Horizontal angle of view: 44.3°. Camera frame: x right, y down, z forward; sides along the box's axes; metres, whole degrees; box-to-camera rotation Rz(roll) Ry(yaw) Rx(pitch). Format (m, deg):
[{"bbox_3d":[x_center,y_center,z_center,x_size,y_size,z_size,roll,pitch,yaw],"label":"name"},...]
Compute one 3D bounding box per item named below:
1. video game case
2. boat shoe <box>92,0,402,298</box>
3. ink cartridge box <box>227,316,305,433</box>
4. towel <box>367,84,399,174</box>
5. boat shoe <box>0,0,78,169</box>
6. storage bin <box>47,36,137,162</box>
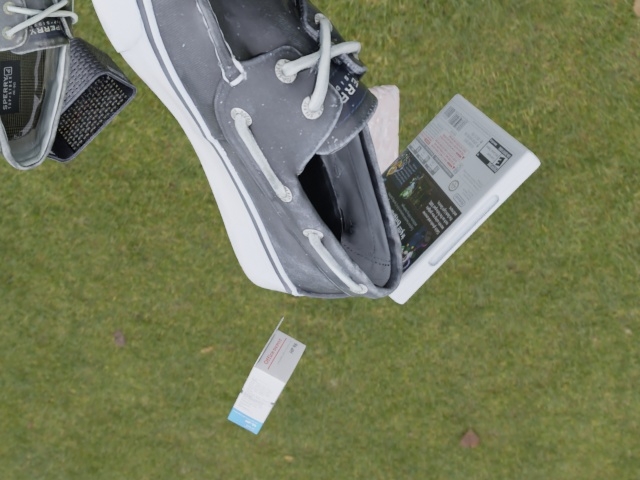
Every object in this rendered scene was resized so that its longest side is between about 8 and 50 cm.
[{"bbox_3d":[0.107,-0.048,0.756,0.022,0.190,0.173,38,104,-24],"label":"video game case"},{"bbox_3d":[-0.020,-0.078,0.414,0.102,0.108,0.301,9,136,31],"label":"boat shoe"},{"bbox_3d":[-0.039,0.105,0.613,0.028,0.048,0.083,28,126,2],"label":"ink cartridge box"},{"bbox_3d":[0.042,-0.141,1.602,0.053,0.332,0.317,18,118,39],"label":"towel"},{"bbox_3d":[-0.290,-0.222,0.784,0.119,0.121,0.335,42,136,28],"label":"boat shoe"},{"bbox_3d":[-0.403,-0.223,1.266,0.180,0.122,0.084,-44,76,7],"label":"storage bin"}]
